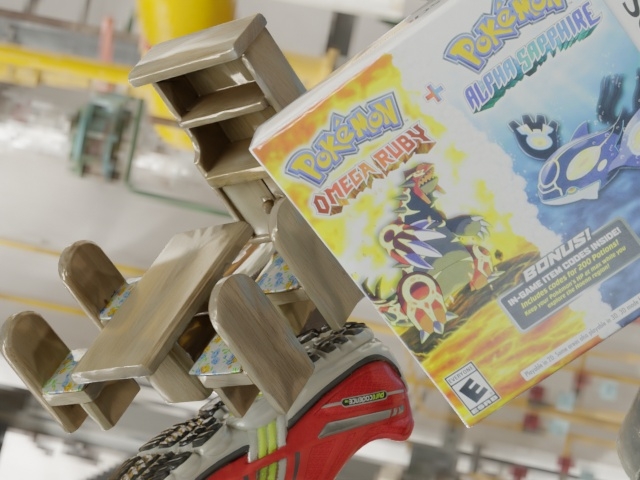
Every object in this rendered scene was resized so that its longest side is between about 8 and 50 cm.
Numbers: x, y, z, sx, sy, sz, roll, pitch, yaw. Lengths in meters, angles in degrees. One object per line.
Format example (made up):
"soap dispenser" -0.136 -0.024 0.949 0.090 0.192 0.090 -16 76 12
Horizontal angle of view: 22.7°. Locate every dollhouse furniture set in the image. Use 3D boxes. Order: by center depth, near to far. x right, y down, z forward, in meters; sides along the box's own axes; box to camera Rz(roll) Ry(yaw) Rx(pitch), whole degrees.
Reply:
"dollhouse furniture set" -0.091 -0.011 1.070 0.161 0.212 0.242 56 -133 -25

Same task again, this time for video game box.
"video game box" 0.101 -0.037 0.783 0.205 0.187 0.048 -36 10 13

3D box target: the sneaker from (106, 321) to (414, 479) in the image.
"sneaker" -0.049 0.167 1.055 0.279 0.118 0.107 -35 9 -17

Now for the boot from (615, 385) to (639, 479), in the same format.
"boot" 0.236 0.070 1.054 0.189 0.076 0.208 58 158 34

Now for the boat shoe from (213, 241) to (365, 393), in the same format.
"boat shoe" 0.000 0.000 1.316 0.324 0.123 0.116 -40 20 -23
